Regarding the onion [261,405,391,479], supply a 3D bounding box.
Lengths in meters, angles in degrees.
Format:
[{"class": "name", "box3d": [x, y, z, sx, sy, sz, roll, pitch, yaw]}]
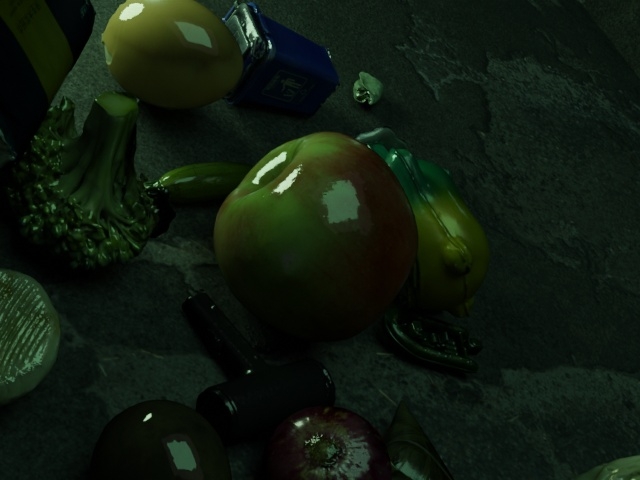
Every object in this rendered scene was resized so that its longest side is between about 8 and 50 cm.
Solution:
[{"class": "onion", "box3d": [0.007, 0.307, 1.300, 0.177, 0.153, 0.177, 7, 67, -17]}]

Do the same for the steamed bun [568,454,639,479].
[{"class": "steamed bun", "box3d": [0.433, 0.508, 1.386, 0.346, 0.237, 0.394, 16, 69, 12]}]

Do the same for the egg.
[{"class": "egg", "box3d": [-0.254, -0.329, 1.702, 0.244, 0.201, 0.201, 18, 35, 8]}]

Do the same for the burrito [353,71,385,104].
[{"class": "burrito", "box3d": [0.102, -0.333, 2.163, 0.074, 0.044, 0.118, 36, 34, -1]}]

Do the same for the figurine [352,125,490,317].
[{"class": "figurine", "box3d": [0.168, -0.026, 1.719, 0.231, 0.324, 0.340, -28, 58, -12]}]

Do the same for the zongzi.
[{"class": "zongzi", "box3d": [0.169, 0.358, 1.443, 0.205, 0.094, 0.204, 40, 27, -5]}]

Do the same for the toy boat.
[{"class": "toy boat", "box3d": [0.191, 0.172, 1.689, 0.210, 0.052, 0.104, 20, 42, -26]}]

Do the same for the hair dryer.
[{"class": "hair dryer", "box3d": [-0.124, 0.174, 1.401, 0.197, 0.089, 0.251, -11, 50, -45]}]

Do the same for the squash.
[{"class": "squash", "box3d": [-0.187, -0.098, 1.632, 0.252, 0.066, 0.066, -10, 58, -46]}]

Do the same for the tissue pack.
[{"class": "tissue pack", "box3d": [-0.503, -0.258, 1.305, 0.417, 0.264, 0.253, -85, 151, -51]}]

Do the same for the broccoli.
[{"class": "broccoli", "box3d": [-0.312, -0.102, 1.374, 0.246, 0.243, 0.263, 13, 36, -24]}]

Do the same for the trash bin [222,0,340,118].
[{"class": "trash bin", "box3d": [-0.094, -0.353, 1.922, 0.234, 0.162, 0.184, 13, 43, -40]}]

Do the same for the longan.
[{"class": "longan", "box3d": [-0.186, 0.279, 1.139, 0.187, 0.167, 0.167, 45, 36, 16]}]

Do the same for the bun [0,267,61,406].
[{"class": "bun", "box3d": [-0.403, 0.123, 1.171, 0.183, 0.102, 0.183, 10, 55, -15]}]

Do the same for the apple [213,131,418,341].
[{"class": "apple", "box3d": [0.000, 0.000, 1.493, 0.277, 0.319, 0.319, 49, 32, -18]}]
